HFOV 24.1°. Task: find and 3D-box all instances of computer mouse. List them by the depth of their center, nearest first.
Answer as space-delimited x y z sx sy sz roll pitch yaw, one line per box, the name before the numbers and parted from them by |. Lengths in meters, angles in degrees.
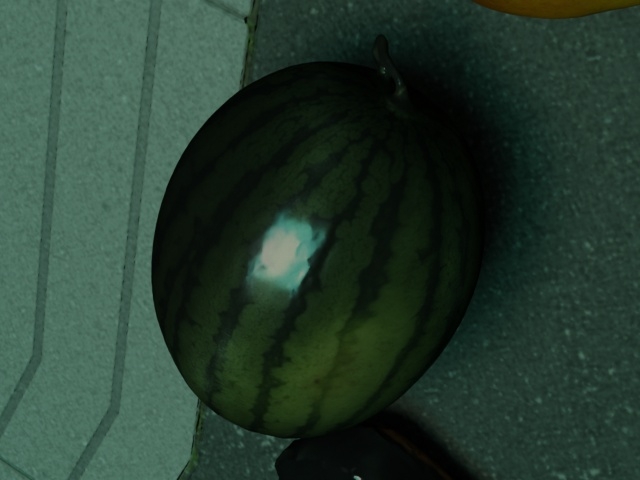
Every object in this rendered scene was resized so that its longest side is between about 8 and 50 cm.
computer mouse | 0.091 0.307 1.471 0.323 0.116 0.183 47 127 12

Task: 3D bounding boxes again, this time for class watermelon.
watermelon | 0.000 0.000 1.290 0.279 0.279 0.359 36 122 12

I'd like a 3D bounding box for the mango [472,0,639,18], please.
mango | 0.189 -0.239 1.168 0.252 0.154 0.126 18 127 38
